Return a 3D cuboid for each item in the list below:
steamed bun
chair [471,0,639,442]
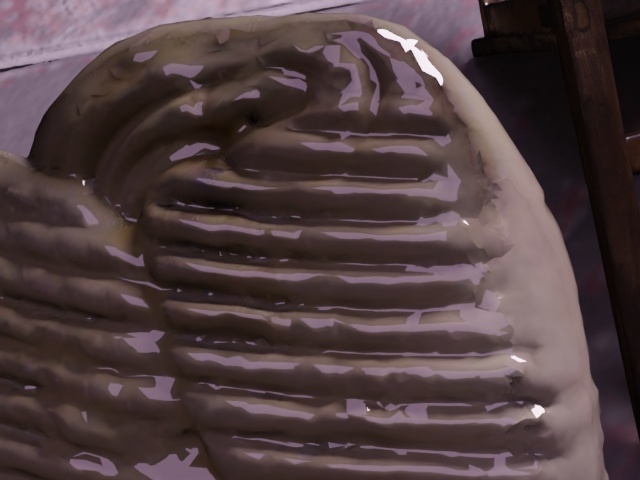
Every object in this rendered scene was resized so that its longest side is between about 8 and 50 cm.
[{"bbox_3d":[-0.031,0.085,0.465,0.310,0.219,0.324,-25,79,10],"label":"steamed bun"},{"bbox_3d":[0.199,-0.127,0.598,0.203,0.416,0.240,-12,10,1],"label":"chair"}]
